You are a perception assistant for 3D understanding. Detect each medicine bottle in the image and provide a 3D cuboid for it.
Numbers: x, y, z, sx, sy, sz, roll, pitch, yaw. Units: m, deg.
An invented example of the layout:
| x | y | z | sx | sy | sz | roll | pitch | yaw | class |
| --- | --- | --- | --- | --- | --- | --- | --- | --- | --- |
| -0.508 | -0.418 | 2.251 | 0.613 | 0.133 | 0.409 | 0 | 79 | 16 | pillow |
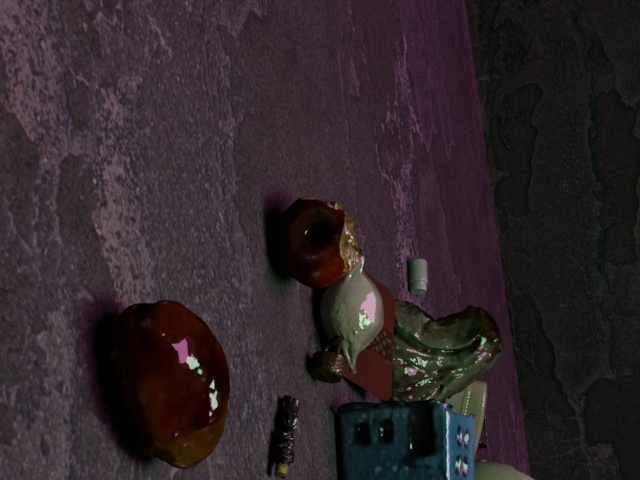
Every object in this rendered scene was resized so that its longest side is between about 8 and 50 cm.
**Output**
| x | y | z | sx | sy | sz | roll | pitch | yaw | class |
| --- | --- | --- | --- | --- | --- | --- | --- | --- | --- |
| 0.245 | 0.090 | 2.573 | 0.047 | 0.047 | 0.083 | 45 | 42 | -59 | medicine bottle |

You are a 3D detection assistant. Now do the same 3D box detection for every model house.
| x | y | z | sx | sy | sz | roll | pitch | yaw | class |
| --- | --- | --- | --- | --- | --- | --- | --- | --- | --- |
| 0.166 | 0.461 | 1.945 | 0.215 | 0.237 | 0.303 | 27 | 59 | -64 | model house |

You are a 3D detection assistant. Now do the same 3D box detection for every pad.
| x | y | z | sx | sy | sz | roll | pitch | yaw | class |
| --- | --- | --- | --- | --- | --- | --- | --- | --- | --- |
| 0.099 | 0.187 | 2.125 | 0.181 | 0.004 | 0.267 | 36 | 47 | -39 | pad |

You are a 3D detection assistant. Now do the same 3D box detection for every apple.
| x | y | z | sx | sy | sz | roll | pitch | yaw | class |
| --- | --- | --- | --- | --- | --- | --- | --- | --- | --- |
| -0.004 | 0.005 | 1.797 | 0.156 | 0.147 | 0.158 | 52 | 3 | 14 | apple |

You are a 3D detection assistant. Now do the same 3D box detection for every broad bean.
| x | y | z | sx | sy | sz | roll | pitch | yaw | class |
| --- | --- | --- | --- | --- | --- | --- | --- | --- | --- |
| -0.181 | 0.178 | 1.271 | 0.156 | 0.122 | 0.228 | -60 | 134 | -63 | broad bean |

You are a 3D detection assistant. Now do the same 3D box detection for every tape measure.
| x | y | z | sx | sy | sz | roll | pitch | yaw | class |
| --- | --- | --- | --- | --- | --- | --- | --- | --- | --- |
| 0.350 | 0.448 | 2.536 | 0.271 | 0.133 | 0.231 | 46 | 55 | -85 | tape measure |

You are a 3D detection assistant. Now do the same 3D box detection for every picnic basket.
| x | y | z | sx | sy | sz | roll | pitch | yaw | class |
| --- | --- | --- | --- | --- | --- | --- | --- | --- | --- |
| 0.017 | 0.212 | 1.870 | 0.072 | 0.072 | 0.083 | 58 | 40 | -48 | picnic basket |

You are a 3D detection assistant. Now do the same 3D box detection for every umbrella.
| x | y | z | sx | sy | sz | roll | pitch | yaw | class |
| --- | --- | --- | --- | --- | --- | --- | --- | --- | --- |
| -0.057 | 0.319 | 1.673 | 0.040 | 0.037 | 0.144 | 80 | 12 | -47 | umbrella |

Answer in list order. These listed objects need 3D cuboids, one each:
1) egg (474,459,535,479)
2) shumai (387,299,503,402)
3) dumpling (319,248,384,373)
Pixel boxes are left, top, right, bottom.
| x | y | z | sx | sy | sz | roll | pitch | yaw | class |
| --- | --- | --- | --- | --- | --- | --- | --- | --- | --- |
| 0.355 | 0.625 | 2.259 | 0.278 | 0.336 | 0.278 | -13 | 90 | -75 | egg |
| 0.285 | 0.273 | 2.299 | 0.309 | 0.263 | 0.304 | 32 | 50 | -65 | shumai |
| 0.058 | 0.139 | 1.969 | 0.166 | 0.126 | 0.216 | 146 | -78 | -83 | dumpling |
